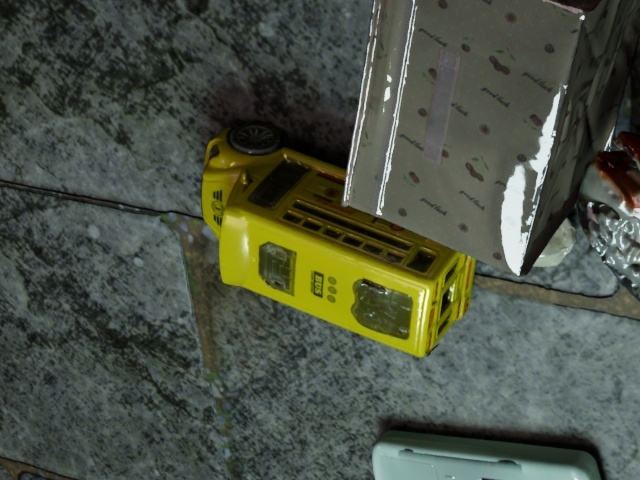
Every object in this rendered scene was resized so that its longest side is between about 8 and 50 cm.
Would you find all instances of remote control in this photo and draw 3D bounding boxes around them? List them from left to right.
[{"bbox_3d":[0.199,0.299,1.824,0.296,0.056,0.140,2,121,35],"label":"remote control"}]

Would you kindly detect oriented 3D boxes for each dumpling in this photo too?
[{"bbox_3d":[0.229,-0.002,1.594,0.052,0.057,0.076,3,163,-10],"label":"dumpling"}]

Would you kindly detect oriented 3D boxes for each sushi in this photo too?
[{"bbox_3d":[0.354,0.031,1.453,0.130,0.124,0.332,-32,106,34],"label":"sushi"}]

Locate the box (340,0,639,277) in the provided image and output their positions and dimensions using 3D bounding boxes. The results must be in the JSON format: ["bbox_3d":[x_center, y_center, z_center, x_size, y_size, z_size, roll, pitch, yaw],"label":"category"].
[{"bbox_3d":[0.167,-0.160,1.382,0.190,0.225,0.297,25,134,18],"label":"box"}]

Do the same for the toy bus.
[{"bbox_3d":[0.000,0.000,1.671,0.330,0.152,0.144,21,133,20],"label":"toy bus"}]
